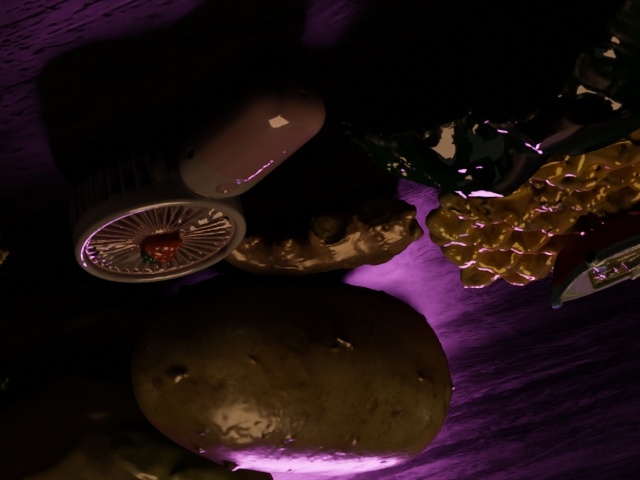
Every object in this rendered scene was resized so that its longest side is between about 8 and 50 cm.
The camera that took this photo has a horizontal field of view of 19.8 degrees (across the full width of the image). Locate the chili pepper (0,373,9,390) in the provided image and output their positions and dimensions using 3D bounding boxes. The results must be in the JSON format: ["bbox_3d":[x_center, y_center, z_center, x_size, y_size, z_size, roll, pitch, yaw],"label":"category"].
[{"bbox_3d":[-0.338,0.143,1.664,0.118,0.035,0.055,-7,171,-3],"label":"chili pepper"}]

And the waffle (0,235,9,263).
[{"bbox_3d":[-0.276,0.055,1.346,0.125,0.191,0.032,-3,120,-18],"label":"waffle"}]

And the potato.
[{"bbox_3d":[-0.029,0.115,1.578,0.210,0.173,0.307,1,171,44],"label":"potato"}]

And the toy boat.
[{"bbox_3d":[0.270,0.014,1.523,0.173,0.058,0.069,-19,156,7],"label":"toy boat"}]

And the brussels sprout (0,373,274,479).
[{"bbox_3d":[-0.194,0.280,1.764,0.328,0.247,0.328,-14,124,-21],"label":"brussels sprout"}]

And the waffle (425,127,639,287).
[{"bbox_3d":[0.216,-0.035,1.525,0.261,0.056,0.250,-17,156,0],"label":"waffle"}]

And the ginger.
[{"bbox_3d":[-0.001,0.002,1.507,0.173,0.051,0.069,-11,152,-7],"label":"ginger"}]

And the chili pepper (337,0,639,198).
[{"bbox_3d":[0.158,-0.096,1.297,0.264,0.116,0.148,-31,152,36],"label":"chili pepper"}]

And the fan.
[{"bbox_3d":[-0.088,-0.044,1.341,0.130,0.074,0.244,10,146,-39],"label":"fan"}]
